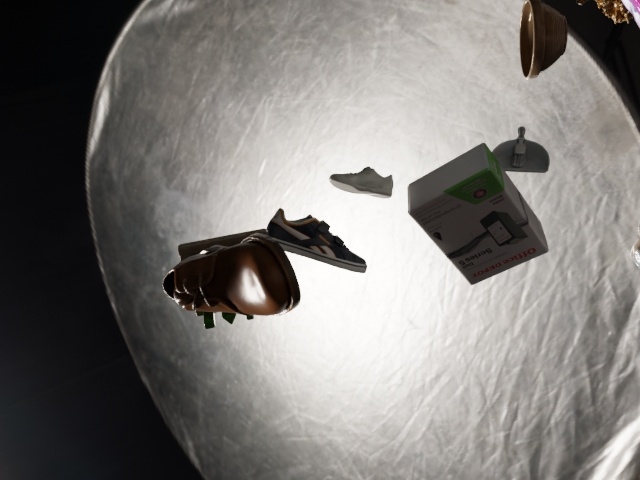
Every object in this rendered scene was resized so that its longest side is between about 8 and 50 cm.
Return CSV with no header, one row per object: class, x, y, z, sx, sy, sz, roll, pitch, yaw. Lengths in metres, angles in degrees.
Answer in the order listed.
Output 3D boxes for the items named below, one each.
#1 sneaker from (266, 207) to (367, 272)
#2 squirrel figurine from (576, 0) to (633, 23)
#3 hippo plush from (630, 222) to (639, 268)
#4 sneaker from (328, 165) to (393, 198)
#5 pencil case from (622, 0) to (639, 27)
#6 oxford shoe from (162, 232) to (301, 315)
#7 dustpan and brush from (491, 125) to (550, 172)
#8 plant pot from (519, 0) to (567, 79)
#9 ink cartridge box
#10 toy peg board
sneaker,0.000,0.000,1.534,0.126,0.322,0.127,-161,89,-80
squirrel figurine,0.848,-0.716,1.351,0.371,0.397,0.280,22,129,36
hippo plush,0.731,0.002,0.938,0.235,0.294,0.236,22,146,6
sneaker,0.132,-0.199,1.688,0.080,0.213,0.094,155,126,-76
pencil case,0.386,-0.216,0.524,0.236,0.105,0.104,60,154,6
oxford shoe,-0.087,0.042,0.473,0.212,0.076,0.076,-10,101,58
dustpan and brush,0.534,-0.249,1.406,0.148,0.211,0.060,6,120,19
plant pot,0.686,-0.621,1.610,0.237,0.110,0.237,-3,-90,-78
ink cartridge box,0.352,-0.050,1.178,0.199,0.114,0.273,-30,121,29
toy peg board,-0.160,0.078,0.954,0.079,0.162,0.160,-114,15,-54
